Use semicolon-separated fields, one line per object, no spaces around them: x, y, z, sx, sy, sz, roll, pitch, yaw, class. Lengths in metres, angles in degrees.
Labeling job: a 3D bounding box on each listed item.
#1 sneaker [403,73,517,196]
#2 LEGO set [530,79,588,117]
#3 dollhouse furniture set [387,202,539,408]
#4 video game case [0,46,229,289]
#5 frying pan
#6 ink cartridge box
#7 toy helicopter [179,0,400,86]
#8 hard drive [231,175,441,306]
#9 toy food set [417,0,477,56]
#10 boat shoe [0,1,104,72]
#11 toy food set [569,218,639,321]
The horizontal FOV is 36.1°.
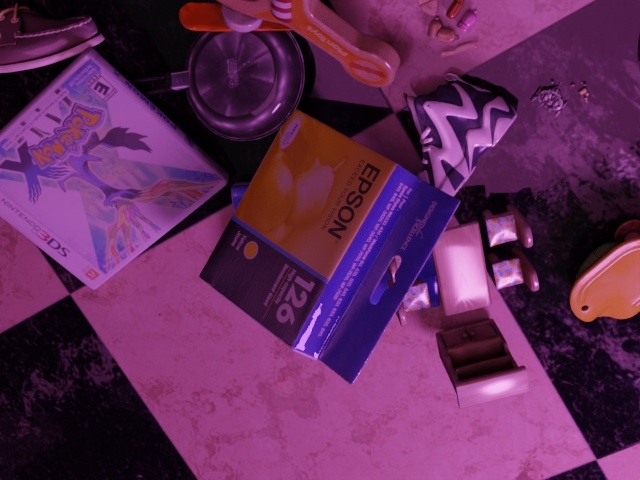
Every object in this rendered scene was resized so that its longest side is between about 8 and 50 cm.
0.160;-0.141;1.441;0.153;0.094;0.235;39;99;6;sneaker
0.346;-0.208;1.424;0.083;0.023;0.054;-25;103;20;LEGO set
0.222;0.097;1.463;0.212;0.161;0.242;-14;114;-1;dollhouse furniture set
-0.366;-0.101;1.572;0.329;0.036;0.300;-36;117;22;video game case
-0.179;-0.271;1.500;0.326;0.053;0.197;20;99;15;frying pan
0.000;0.000;1.428;0.307;0.072;0.304;32;94;38;ink cartridge box
-0.047;-0.316;1.363;0.355;0.140;0.235;32;154;-19;toy helicopter
0.026;0.006;1.568;0.318;0.040;0.210;-1;110;13;hard drive
0.185;-0.331;1.419;0.077;0.019;0.122;-14;99;17;toy food set
-0.492;-0.313;1.528;0.324;0.116;0.097;-6;111;20;boat shoe
0.462;0.031;1.472;0.128;0.071;0.218;33;118;-27;toy food set
